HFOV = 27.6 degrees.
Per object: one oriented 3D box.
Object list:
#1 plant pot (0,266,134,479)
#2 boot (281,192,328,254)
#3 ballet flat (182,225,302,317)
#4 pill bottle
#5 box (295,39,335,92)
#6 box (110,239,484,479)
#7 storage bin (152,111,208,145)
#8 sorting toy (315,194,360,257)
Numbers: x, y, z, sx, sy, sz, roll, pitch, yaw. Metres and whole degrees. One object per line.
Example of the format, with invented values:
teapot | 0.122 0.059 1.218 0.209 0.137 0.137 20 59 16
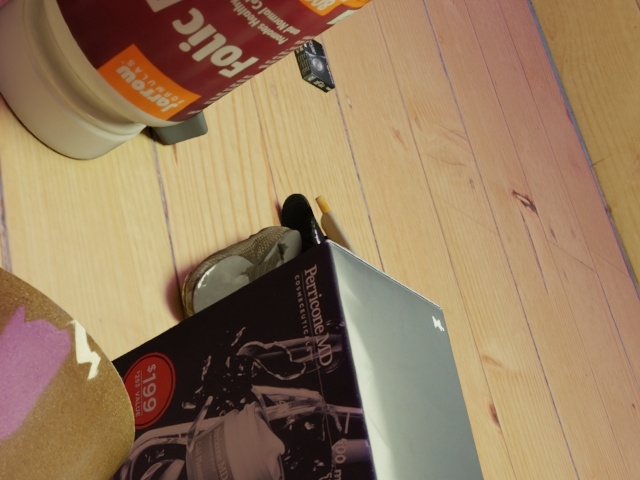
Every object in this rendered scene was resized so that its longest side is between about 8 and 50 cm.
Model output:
plant pot | -0.278 0.170 0.822 0.237 0.237 0.254 51 40 -21
boot | 0.000 -0.001 1.701 0.099 0.045 0.121 6 62 -61
ballet flat | -0.096 0.035 1.479 0.250 0.058 0.084 -35 131 -60
pill bottle | -0.133 -0.252 1.299 0.224 0.392 0.224 43 31 -33
box | -0.012 -0.274 1.991 0.067 0.018 0.083 24 44 -53
box | -0.037 0.231 1.074 0.179 0.312 0.343 32 37 -46
storage bin | -0.181 -0.176 1.503 0.091 0.098 0.135 73 -1 -66
sorting toy | 0.054 0.083 1.558 0.196 0.047 0.348 61 0 -41
